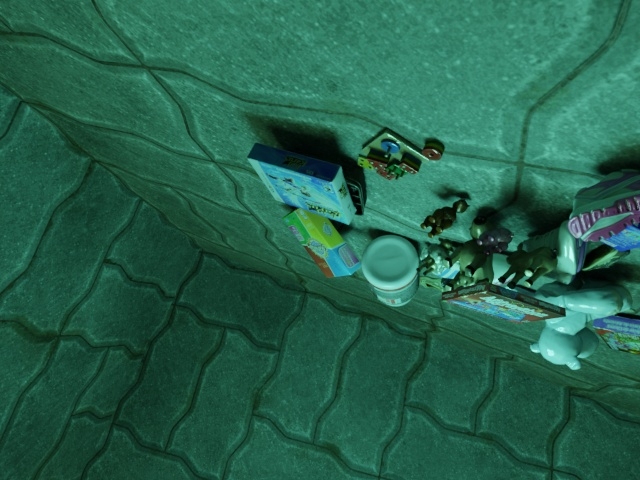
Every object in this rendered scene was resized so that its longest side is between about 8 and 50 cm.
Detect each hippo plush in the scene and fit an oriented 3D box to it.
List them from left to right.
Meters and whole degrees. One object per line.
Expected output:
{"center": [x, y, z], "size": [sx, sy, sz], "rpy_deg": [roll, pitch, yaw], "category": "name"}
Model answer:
{"center": [0.712, 0.237, 1.194], "size": [0.295, 0.236, 0.234], "rpy_deg": [-5, -174, -27], "category": "hippo plush"}

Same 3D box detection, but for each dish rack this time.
{"center": [0.013, -0.182, 1.300], "size": [0.272, 0.074, 0.208], "rpy_deg": [20, 162, 17], "category": "dish rack"}

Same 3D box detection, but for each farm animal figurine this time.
{"center": [0.440, 0.034, 1.147], "size": [0.330, 0.172, 0.326], "rpy_deg": [38, 149, 30], "category": "farm animal figurine"}

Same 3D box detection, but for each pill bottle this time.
{"center": [0.285, 0.137, 1.690], "size": [0.210, 0.210, 0.363], "rpy_deg": [18, 163, 20], "category": "pill bottle"}

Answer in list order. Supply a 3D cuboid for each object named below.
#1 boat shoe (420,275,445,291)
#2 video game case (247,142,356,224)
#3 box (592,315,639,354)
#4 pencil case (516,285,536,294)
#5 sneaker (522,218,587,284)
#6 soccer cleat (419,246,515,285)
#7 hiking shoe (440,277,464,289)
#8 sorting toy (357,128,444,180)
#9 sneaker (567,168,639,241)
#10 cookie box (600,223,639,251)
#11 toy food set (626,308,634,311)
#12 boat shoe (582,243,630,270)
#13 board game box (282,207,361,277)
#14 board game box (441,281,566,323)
{"center": [0.485, 0.194, 1.884], "size": [0.153, 0.048, 0.056], "rpy_deg": [7, 157, 46], "category": "boat shoe"}
{"center": [-0.047, -0.159, 1.234], "size": [0.270, 0.061, 0.244], "rpy_deg": [20, 164, 23], "category": "video game case"}
{"center": [1.075, 0.332, 1.454], "size": [0.201, 0.057, 0.293], "rpy_deg": [5, 159, 47], "category": "box"}
{"center": [0.779, 0.238, 1.539], "size": [0.210, 0.095, 0.098], "rpy_deg": [21, 129, 15], "category": "pencil case"}
{"center": [0.590, 0.034, 1.100], "size": [0.152, 0.114, 0.305], "rpy_deg": [15, 162, 26], "category": "sneaker"}
{"center": [0.471, 0.077, 1.408], "size": [0.143, 0.115, 0.331], "rpy_deg": [33, 162, -30], "category": "soccer cleat"}
{"center": [0.599, 0.192, 1.695], "size": [0.227, 0.086, 0.114], "rpy_deg": [21, 178, 30], "category": "hiking shoe"}
{"center": [0.175, -0.199, 1.065], "size": [0.132, 0.046, 0.274], "rpy_deg": [28, 164, -15], "category": "sorting toy"}
{"center": [0.580, -0.088, 0.769], "size": [0.253, 0.111, 0.103], "rpy_deg": [-14, 131, 31], "category": "sneaker"}
{"center": [0.673, -0.021, 0.944], "size": [0.092, 0.040, 0.107], "rpy_deg": [25, 164, -5], "category": "cookie box"}
{"center": [0.886, 0.204, 1.368], "size": [0.192, 0.038, 0.132], "rpy_deg": [27, 164, -12], "category": "toy food set"}
{"center": [0.716, 0.049, 1.081], "size": [0.049, 0.056, 0.152], "rpy_deg": [26, 165, 12], "category": "boat shoe"}
{"center": [0.000, 0.000, 1.687], "size": [0.316, 0.064, 0.242], "rpy_deg": [53, 159, -6], "category": "board game box"}
{"center": [0.463, 0.162, 1.081], "size": [0.282, 0.027, 0.145], "rpy_deg": [18, 155, -24], "category": "board game box"}
